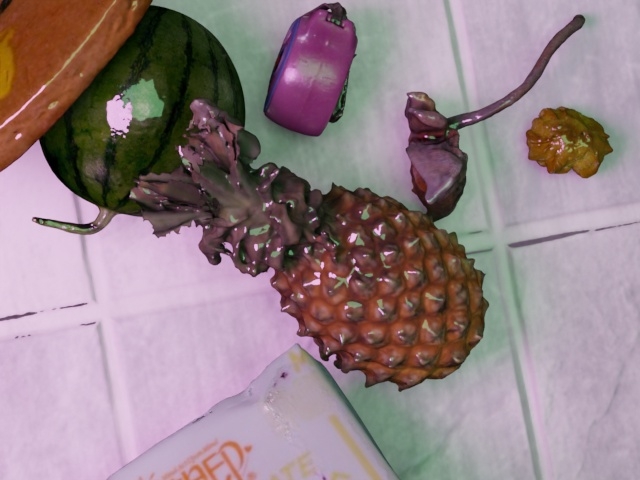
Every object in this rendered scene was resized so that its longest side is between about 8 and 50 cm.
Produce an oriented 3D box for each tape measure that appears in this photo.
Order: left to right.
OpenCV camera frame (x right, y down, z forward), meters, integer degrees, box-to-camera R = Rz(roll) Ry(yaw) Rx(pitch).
[{"bbox_3d":[-0.005,-0.162,1.237,0.074,0.118,0.125,19,87,-6],"label":"tape measure"}]

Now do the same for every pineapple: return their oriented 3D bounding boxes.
[{"bbox_3d":[0.000,0.000,1.146,0.361,0.175,0.175,41,79,-35],"label":"pineapple"}]

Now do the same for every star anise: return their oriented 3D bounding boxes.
[{"bbox_3d":[0.182,-0.120,1.274,0.227,0.218,0.148,-18,131,3],"label":"star anise"}]

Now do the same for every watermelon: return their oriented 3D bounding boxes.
[{"bbox_3d":[-0.163,-0.102,1.168,0.188,0.188,0.214,15,87,-9],"label":"watermelon"}]

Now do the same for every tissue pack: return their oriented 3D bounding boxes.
[{"bbox_3d":[-0.014,0.322,1.091,0.287,0.162,0.388,-34,59,-7],"label":"tissue pack"}]

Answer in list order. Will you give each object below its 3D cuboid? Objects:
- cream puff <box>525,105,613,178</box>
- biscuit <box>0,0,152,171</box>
[{"bbox_3d":[0.250,-0.100,1.306,0.083,0.058,0.083,44,78,-3],"label":"cream puff"},{"bbox_3d":[-0.265,-0.191,1.135,0.262,0.277,0.052,-46,130,1],"label":"biscuit"}]
